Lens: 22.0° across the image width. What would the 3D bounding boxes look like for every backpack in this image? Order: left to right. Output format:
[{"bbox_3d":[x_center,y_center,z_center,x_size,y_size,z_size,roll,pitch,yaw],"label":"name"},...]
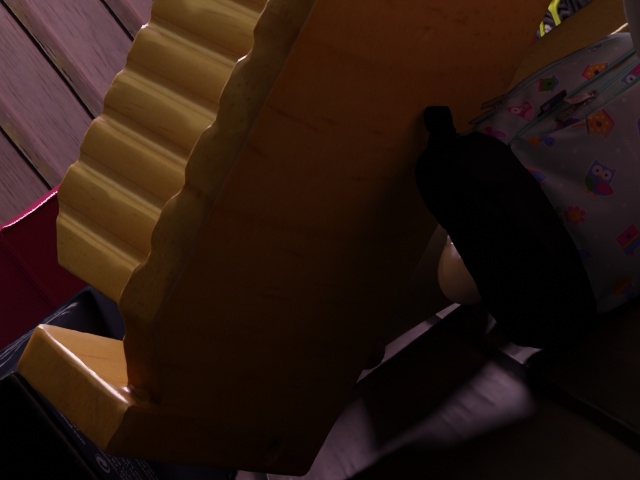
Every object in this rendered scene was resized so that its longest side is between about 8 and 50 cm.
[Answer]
[{"bbox_3d":[0.160,-0.038,0.915,0.182,0.152,0.115,-36,25,-17],"label":"backpack"}]

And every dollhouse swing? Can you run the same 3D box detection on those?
[{"bbox_3d":[-0.081,-0.087,0.988,0.346,0.305,0.315,-63,-28,3],"label":"dollhouse swing"}]

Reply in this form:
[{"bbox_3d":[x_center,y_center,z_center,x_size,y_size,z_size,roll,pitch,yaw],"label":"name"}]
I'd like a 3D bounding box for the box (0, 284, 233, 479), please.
[{"bbox_3d":[-0.248,0.216,1.073,0.343,0.179,0.312,-37,5,5],"label":"box"}]

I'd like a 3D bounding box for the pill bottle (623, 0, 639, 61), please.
[{"bbox_3d":[0.295,-0.179,0.715,0.224,0.224,0.392,-31,9,46],"label":"pill bottle"}]

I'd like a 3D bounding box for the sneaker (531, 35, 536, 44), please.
[{"bbox_3d":[0.199,-0.178,1.896,0.136,0.116,0.314,-17,26,43],"label":"sneaker"}]

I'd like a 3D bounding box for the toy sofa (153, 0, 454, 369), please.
[{"bbox_3d":[-0.044,-0.080,1.222,0.177,0.362,0.150,-31,-32,6],"label":"toy sofa"}]

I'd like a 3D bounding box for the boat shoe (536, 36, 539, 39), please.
[{"bbox_3d":[0.308,-0.278,2.028,0.070,0.077,0.219,-43,6,-32],"label":"boat shoe"}]

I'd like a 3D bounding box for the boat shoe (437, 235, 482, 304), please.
[{"bbox_3d":[0.146,-0.041,1.131,0.084,0.095,0.258,-28,10,36],"label":"boat shoe"}]

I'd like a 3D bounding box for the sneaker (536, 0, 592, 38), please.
[{"bbox_3d":[0.334,-0.300,1.819,0.147,0.145,0.385,-30,18,-18],"label":"sneaker"}]

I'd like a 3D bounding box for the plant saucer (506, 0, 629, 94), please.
[{"bbox_3d":[0.249,-0.153,1.439,0.333,0.081,0.333,-35,7,19],"label":"plant saucer"}]

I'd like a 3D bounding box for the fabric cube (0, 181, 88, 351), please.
[{"bbox_3d":[-0.214,0.082,1.533,0.258,0.254,0.259,-30,9,41],"label":"fabric cube"}]
